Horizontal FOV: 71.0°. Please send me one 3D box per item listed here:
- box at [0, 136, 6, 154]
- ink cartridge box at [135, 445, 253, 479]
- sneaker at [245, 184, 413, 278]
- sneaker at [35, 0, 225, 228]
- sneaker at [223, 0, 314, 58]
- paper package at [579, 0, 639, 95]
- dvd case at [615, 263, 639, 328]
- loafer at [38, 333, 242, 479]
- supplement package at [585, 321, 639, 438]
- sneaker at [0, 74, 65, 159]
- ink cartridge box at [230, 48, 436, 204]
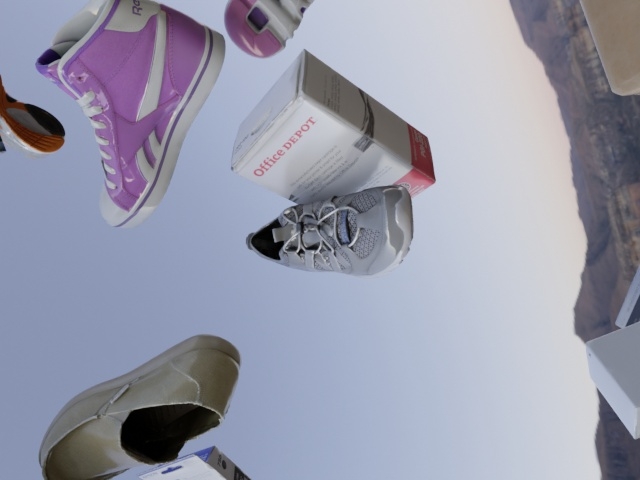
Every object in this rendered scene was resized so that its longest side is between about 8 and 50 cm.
[{"bbox_3d":[-0.582,-0.109,0.633,0.159,0.233,0.044,-28,-74,-53],"label":"box"},{"bbox_3d":[-0.280,0.605,1.111,0.065,0.166,0.332,-98,-18,-55],"label":"ink cartridge box"},{"bbox_3d":[0.000,0.000,0.561,0.116,0.281,0.105,4,-103,-32],"label":"sneaker"},{"bbox_3d":[-0.240,-0.138,0.506,0.161,0.282,0.102,5,-144,-46],"label":"sneaker"},{"bbox_3d":[-0.022,-0.330,0.537,0.095,0.236,0.104,41,-161,-24],"label":"sneaker"},{"bbox_3d":[0.307,-0.278,0.230,0.168,0.325,0.309,-3,-105,-20],"label":"paper package"},{"bbox_3d":[0.585,0.129,0.661,0.030,0.239,0.179,-34,-45,-23],"label":"dvd case"},{"bbox_3d":[-0.204,0.201,0.486,0.102,0.269,0.092,49,-169,-28],"label":"loafer"},{"bbox_3d":[0.477,0.170,0.604,0.105,0.180,0.105,57,-167,-38],"label":"supplement package"},{"bbox_3d":[-0.600,-0.242,0.805,0.262,0.121,0.099,49,-131,-23],"label":"sneaker"},{"bbox_3d":[0.016,-0.115,0.590,0.218,0.159,0.092,24,-130,-30],"label":"ink cartridge box"}]
